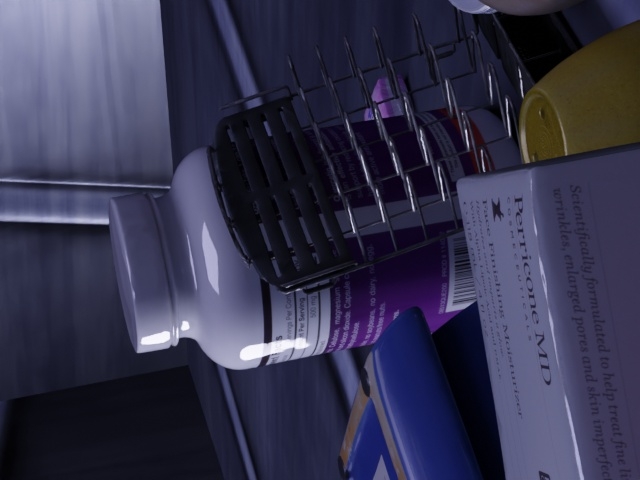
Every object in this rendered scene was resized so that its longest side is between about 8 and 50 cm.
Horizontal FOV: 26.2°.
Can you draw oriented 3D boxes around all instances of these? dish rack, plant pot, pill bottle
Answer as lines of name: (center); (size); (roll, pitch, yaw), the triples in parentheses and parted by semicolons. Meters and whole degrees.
dish rack: (0.052, -0.080, 0.981); (0.074, 0.272, 0.208); (72, 178, -49)
plant pot: (0.138, 0.160, 0.889); (0.236, 0.212, 0.236); (101, 154, -57)
pill bottle: (0.000, 0.000, 1.108); (0.181, 0.323, 0.181); (170, 90, -77)
plant pot: (0.175, -0.065, 0.817); (0.134, 0.095, 0.134); (171, 90, -77)

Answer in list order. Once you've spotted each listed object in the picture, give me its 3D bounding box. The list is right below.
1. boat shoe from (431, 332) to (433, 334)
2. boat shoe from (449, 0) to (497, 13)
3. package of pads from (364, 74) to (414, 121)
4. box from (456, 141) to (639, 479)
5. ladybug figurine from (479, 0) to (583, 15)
boat shoe: (0.113, 0.164, 1.273); (0.102, 0.108, 0.301); (20, 110, 38)
boat shoe: (0.106, -0.287, 0.964); (0.095, 0.084, 0.258); (-7, 95, 54)
package of pads: (0.068, -0.124, 1.372); (0.083, 0.032, 0.050); (114, 146, -68)
box: (0.180, 0.039, 0.681); (0.119, 0.182, 0.181); (173, 88, -78)
ladybug figurine: (0.109, -0.335, 0.743); (0.305, 0.162, 0.449); (114, 143, -66)
